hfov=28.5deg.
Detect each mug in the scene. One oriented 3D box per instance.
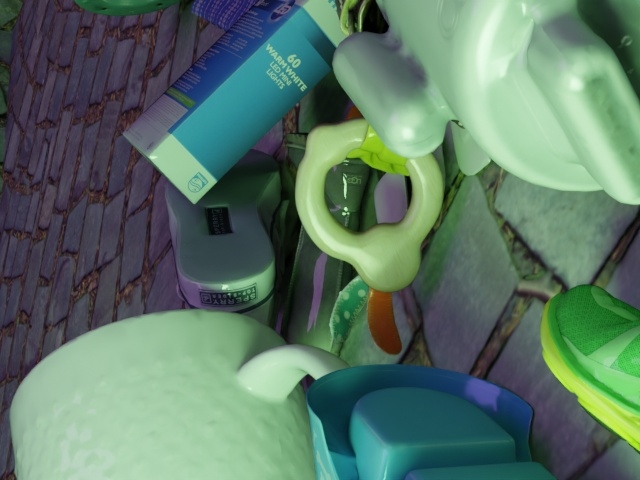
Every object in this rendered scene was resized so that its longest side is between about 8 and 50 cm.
[{"bbox_3d":[-0.083,0.242,1.084,0.374,0.276,0.328,-42,48,28],"label":"mug"}]

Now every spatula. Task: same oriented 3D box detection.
[{"bbox_3d":[0.091,-0.124,1.147,0.168,0.019,0.242,129,145,-48],"label":"spatula"}]

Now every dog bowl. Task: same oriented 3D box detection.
[{"bbox_3d":[0.091,0.171,0.839,0.297,0.166,0.074,-140,53,-64],"label":"dog bowl"}]

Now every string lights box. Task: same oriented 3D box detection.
[{"bbox_3d":[-0.081,-0.167,1.332,0.260,0.077,0.133,-44,25,-3],"label":"string lights box"}]

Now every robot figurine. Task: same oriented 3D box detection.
[{"bbox_3d":[0.148,-0.167,0.808,0.300,0.200,0.353,-31,35,4],"label":"robot figurine"}]

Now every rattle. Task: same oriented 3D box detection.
[{"bbox_3d":[0.040,-0.014,1.104,0.143,0.130,0.199,-149,47,-71],"label":"rattle"}]

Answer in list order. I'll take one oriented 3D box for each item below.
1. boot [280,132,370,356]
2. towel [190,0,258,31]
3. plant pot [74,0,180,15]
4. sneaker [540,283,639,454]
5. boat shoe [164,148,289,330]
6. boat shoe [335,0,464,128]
[{"bbox_3d":[-0.002,0.000,1.252,0.189,0.076,0.208,-140,53,-76],"label":"boot"},{"bbox_3d":[-0.096,-0.391,1.677,0.336,0.040,0.243,43,117,64],"label":"towel"},{"bbox_3d":[-0.294,-0.479,1.884,0.293,0.293,0.235,-33,64,59],"label":"plant pot"},{"bbox_3d":[0.223,0.077,0.675,0.123,0.109,0.295,-53,23,0],"label":"sneaker"},{"bbox_3d":[-0.091,0.027,1.358,0.367,0.136,0.156,-106,11,-63],"label":"boat shoe"},{"bbox_3d":[0.076,-0.185,1.083,0.116,0.097,0.324,-62,30,18],"label":"boat shoe"}]
